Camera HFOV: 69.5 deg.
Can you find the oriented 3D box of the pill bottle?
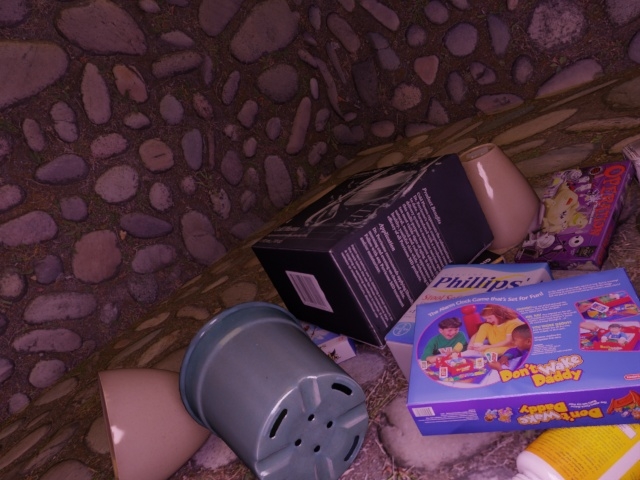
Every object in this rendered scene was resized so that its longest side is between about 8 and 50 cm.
[{"bbox_3d":[0.366,0.317,0.651,0.215,0.117,0.117,-33,18,-13],"label":"pill bottle"}]

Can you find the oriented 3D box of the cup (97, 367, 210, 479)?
[{"bbox_3d":[-0.429,0.473,1.209,0.237,0.331,0.331,-11,7,-30],"label":"cup"}]

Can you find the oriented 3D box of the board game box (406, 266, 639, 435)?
[{"bbox_3d":[0.322,0.175,0.730,0.347,0.078,0.233,-15,28,25],"label":"board game box"}]

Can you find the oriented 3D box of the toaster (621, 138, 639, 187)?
[{"bbox_3d":[0.934,-0.227,1.264,0.146,0.129,0.227,-22,20,29],"label":"toaster"}]

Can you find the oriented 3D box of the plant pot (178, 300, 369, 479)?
[{"bbox_3d":[-0.092,0.340,1.002,0.341,0.341,0.334,-36,26,-22],"label":"plant pot"}]

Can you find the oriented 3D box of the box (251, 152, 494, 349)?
[{"bbox_3d":[0.134,0.011,1.336,0.472,0.297,0.480,-36,18,-25],"label":"box"}]

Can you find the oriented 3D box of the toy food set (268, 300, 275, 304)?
[{"bbox_3d":[-0.165,0.298,1.575,0.071,0.128,0.218,8,27,12],"label":"toy food set"}]

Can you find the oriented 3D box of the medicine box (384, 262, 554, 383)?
[{"bbox_3d":[0.338,0.188,1.003,0.289,0.149,0.263,-42,22,-33],"label":"medicine box"}]

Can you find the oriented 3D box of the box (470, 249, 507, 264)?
[{"bbox_3d":[0.329,0.125,1.313,0.322,0.079,0.257,-31,16,-5],"label":"box"}]

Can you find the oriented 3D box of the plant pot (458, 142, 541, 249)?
[{"bbox_3d":[0.533,-0.154,1.439,0.256,0.274,0.256,-26,17,9],"label":"plant pot"}]

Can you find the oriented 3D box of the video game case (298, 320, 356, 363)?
[{"bbox_3d":[-0.020,0.299,1.395,0.244,0.061,0.269,-25,18,9],"label":"video game case"}]

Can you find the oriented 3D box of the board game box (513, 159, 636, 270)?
[{"bbox_3d":[0.673,-0.066,1.221,0.208,0.056,0.347,0,48,51],"label":"board game box"}]
